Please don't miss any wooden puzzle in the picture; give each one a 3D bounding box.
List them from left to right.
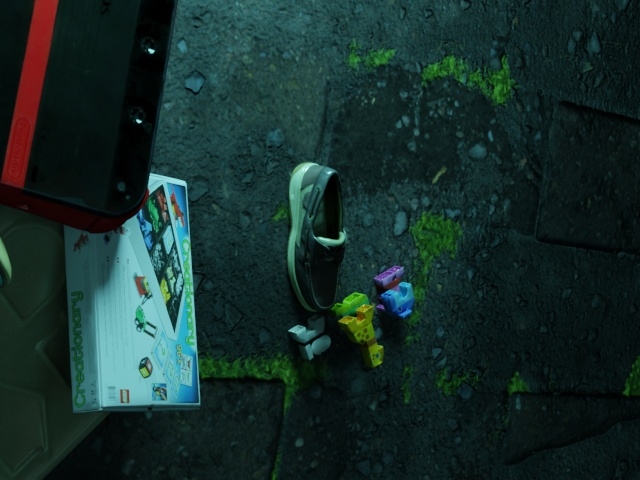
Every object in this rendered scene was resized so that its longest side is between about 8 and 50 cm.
[{"bbox_3d":[-0.382,0.123,1.715,0.348,0.080,0.322,-48,124,-30],"label":"wooden puzzle"}]

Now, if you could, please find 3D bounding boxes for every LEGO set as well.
[{"bbox_3d":[0.072,0.133,2.095,0.227,0.087,0.093,-29,114,-33],"label":"LEGO set"}]

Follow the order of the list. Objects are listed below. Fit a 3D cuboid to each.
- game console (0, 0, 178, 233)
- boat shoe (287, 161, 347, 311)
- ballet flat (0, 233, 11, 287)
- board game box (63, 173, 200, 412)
[{"bbox_3d":[-0.336,-0.224,1.644,0.342,0.060,0.386,18,69,-32],"label":"game console"},{"bbox_3d":[0.001,-0.001,2.020,0.080,0.073,0.223,-12,105,-39],"label":"boat shoe"},{"bbox_3d":[-0.426,-0.044,1.592,0.232,0.080,0.073,43,50,-2],"label":"ballet flat"},{"bbox_3d":[-0.237,0.064,1.755,0.193,0.053,0.305,11,72,-56],"label":"board game box"}]
